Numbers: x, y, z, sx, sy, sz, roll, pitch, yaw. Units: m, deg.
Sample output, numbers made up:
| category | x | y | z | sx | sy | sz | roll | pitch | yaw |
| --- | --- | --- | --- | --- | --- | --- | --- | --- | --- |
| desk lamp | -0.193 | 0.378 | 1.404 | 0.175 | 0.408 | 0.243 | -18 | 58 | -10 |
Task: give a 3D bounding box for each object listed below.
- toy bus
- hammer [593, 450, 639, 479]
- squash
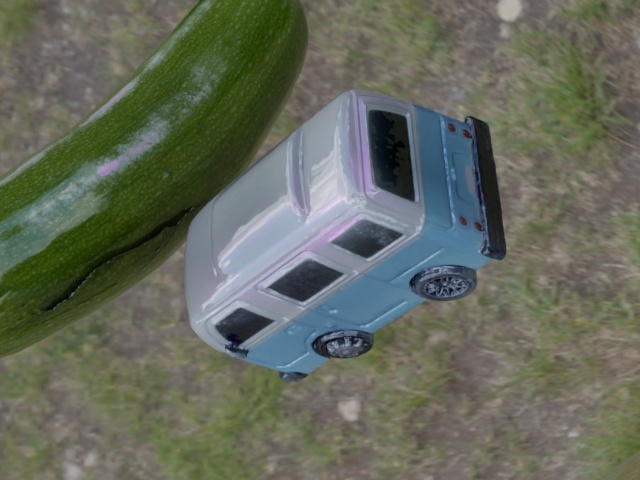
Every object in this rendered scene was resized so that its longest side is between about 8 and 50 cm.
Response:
| category | x | y | z | sx | sy | sz | roll | pitch | yaw |
| --- | --- | --- | --- | --- | --- | --- | --- | --- | --- |
| toy bus | 0.000 | 0.000 | 0.494 | 0.123 | 0.075 | 0.060 | -36 | 47 | 43 |
| hammer | 0.133 | 0.064 | 0.406 | 0.113 | 0.305 | 0.202 | 2 | 63 | -7 |
| squash | -0.080 | -0.035 | 0.599 | 0.071 | 0.318 | 0.080 | 3 | 131 | 43 |
